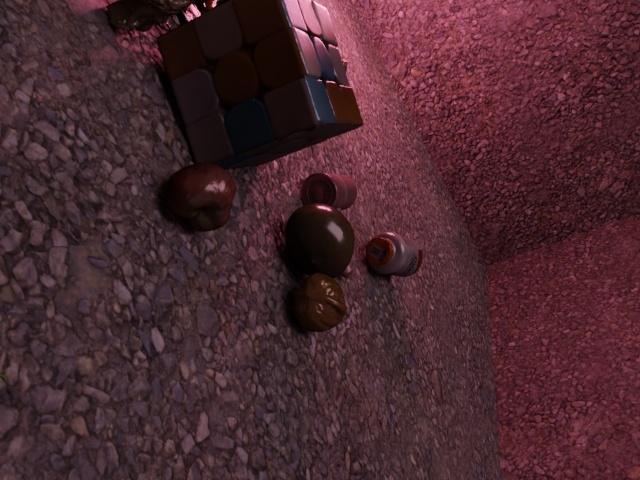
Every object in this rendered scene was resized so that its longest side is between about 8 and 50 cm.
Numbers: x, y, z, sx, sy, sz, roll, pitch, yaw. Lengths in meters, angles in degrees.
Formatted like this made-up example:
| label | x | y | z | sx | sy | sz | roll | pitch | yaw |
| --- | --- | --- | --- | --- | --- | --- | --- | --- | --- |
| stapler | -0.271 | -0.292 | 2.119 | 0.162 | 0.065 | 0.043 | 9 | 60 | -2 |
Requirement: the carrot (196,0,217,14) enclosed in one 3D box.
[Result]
| label | x | y | z | sx | sy | sz | roll | pitch | yaw |
| --- | --- | --- | --- | --- | --- | --- | --- | --- | --- |
| carrot | -0.329 | -0.684 | 1.750 | 0.066 | 0.066 | 0.314 | 47 | 29 | -40 |

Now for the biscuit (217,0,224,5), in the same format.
| label | x | y | z | sx | sy | sz | roll | pitch | yaw |
| --- | --- | --- | --- | --- | --- | --- | --- | --- | --- |
| biscuit | -0.212 | -0.557 | 1.871 | 0.388 | 0.073 | 0.107 | 63 | 25 | -10 |

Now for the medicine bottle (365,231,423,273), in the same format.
| label | x | y | z | sx | sy | sz | roll | pitch | yaw |
| --- | --- | --- | --- | --- | --- | --- | --- | --- | --- |
| medicine bottle | 0.268 | 0.052 | 2.267 | 0.289 | 0.157 | 0.157 | 13 | 59 | -62 |

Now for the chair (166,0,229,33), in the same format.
| label | x | y | z | sx | sy | sz | roll | pitch | yaw |
| --- | --- | --- | --- | --- | --- | --- | --- | --- | --- |
| chair | -0.314 | -0.594 | 1.491 | 0.106 | 0.229 | 0.113 | 59 | 22 | -19 |

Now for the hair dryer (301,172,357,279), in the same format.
| label | x | y | z | sx | sy | sz | roll | pitch | yaw |
| --- | --- | --- | --- | --- | --- | --- | --- | --- | --- |
| hair dryer | 0.055 | -0.045 | 1.983 | 0.210 | 0.125 | 0.352 | -10 | 89 | -67 |

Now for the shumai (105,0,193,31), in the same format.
| label | x | y | z | sx | sy | sz | roll | pitch | yaw |
| --- | --- | --- | --- | --- | --- | --- | --- | --- | --- |
| shumai | -0.393 | -0.550 | 1.375 | 0.209 | 0.153 | 0.161 | 28 | 27 | 3 |

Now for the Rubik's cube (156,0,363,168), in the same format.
| label | x | y | z | sx | sy | sz | roll | pitch | yaw |
| --- | --- | --- | --- | --- | --- | --- | --- | --- | --- |
| Rubik's cube | -0.137 | -0.392 | 1.528 | 0.346 | 0.347 | 0.344 | -22 | 96 | -68 |

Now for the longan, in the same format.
| label | x | y | z | sx | sy | sz | roll | pitch | yaw |
| --- | --- | --- | --- | --- | --- | --- | --- | --- | --- |
| longan | 0.000 | 0.000 | 1.702 | 0.220 | 0.196 | 0.196 | 58 | 25 | -6 |

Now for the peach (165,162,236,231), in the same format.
| label | x | y | z | sx | sy | sz | roll | pitch | yaw |
| --- | --- | --- | --- | --- | --- | --- | --- | --- | --- |
| peach | -0.263 | -0.100 | 1.321 | 0.152 | 0.152 | 0.152 | 46 | 32 | -40 |

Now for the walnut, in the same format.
| label | x | y | z | sx | sy | sz | roll | pitch | yaw |
| --- | --- | --- | --- | --- | --- | --- | --- | --- | --- |
| walnut | -0.001 | 0.169 | 1.619 | 0.166 | 0.149 | 0.166 | -28 | 123 | -57 |

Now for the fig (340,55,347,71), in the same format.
| label | x | y | z | sx | sy | sz | roll | pitch | yaw |
| --- | --- | --- | --- | --- | --- | --- | --- | --- | --- |
| fig | 0.048 | -0.710 | 2.504 | 0.136 | 0.121 | 0.153 | 35 | 17 | -44 |
